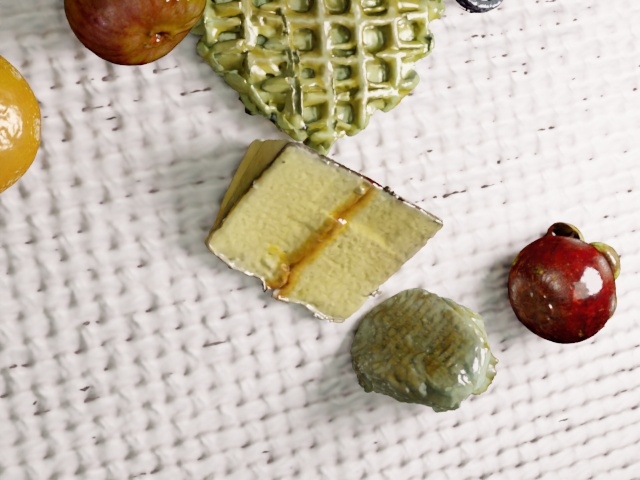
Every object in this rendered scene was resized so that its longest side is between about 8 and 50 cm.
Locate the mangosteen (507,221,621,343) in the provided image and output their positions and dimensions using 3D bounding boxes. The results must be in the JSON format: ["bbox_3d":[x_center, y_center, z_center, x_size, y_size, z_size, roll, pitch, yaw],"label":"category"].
[{"bbox_3d":[0.346,0.055,1.307,0.181,0.146,0.155,-18,99,-18],"label":"mangosteen"}]

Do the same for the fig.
[{"bbox_3d":[-0.217,-0.276,1.079,0.148,0.202,0.149,-3,117,-36],"label":"fig"}]

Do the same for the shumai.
[{"bbox_3d":[0.138,0.160,1.274,0.184,0.184,0.142,-39,137,-12],"label":"shumai"}]

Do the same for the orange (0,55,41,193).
[{"bbox_3d":[-0.385,-0.123,1.019,0.178,0.155,0.177,-1,95,-7],"label":"orange"}]

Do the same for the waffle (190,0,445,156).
[{"bbox_3d":[-0.004,-0.278,1.181,0.317,0.073,0.297,43,81,-19],"label":"waffle"}]

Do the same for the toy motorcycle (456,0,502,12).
[{"bbox_3d":[0.272,-0.414,1.260,0.298,0.089,0.171,-29,104,-14],"label":"toy motorcycle"}]

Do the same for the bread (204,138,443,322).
[{"bbox_3d":[0.000,0.000,1.179,0.240,0.135,0.178,27,86,-23],"label":"bread"}]
